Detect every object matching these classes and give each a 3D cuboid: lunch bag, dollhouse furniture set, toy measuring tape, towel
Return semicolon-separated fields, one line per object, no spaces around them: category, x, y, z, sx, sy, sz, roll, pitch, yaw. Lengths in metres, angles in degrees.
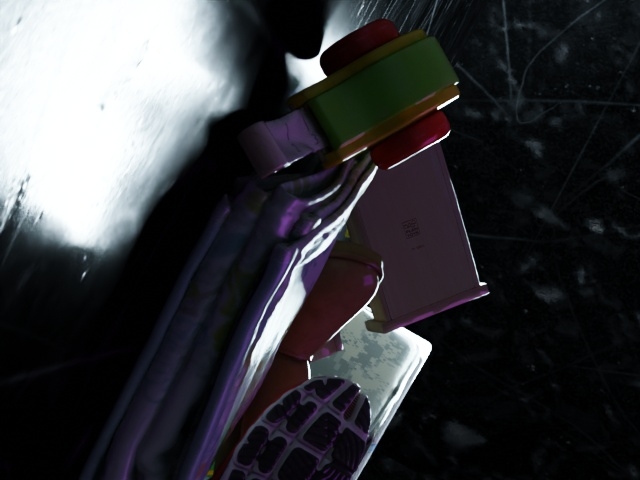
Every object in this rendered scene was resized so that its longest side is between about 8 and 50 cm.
lunch bag;-0.032;0.241;2.203;0.256;0.213;0.305;-64;175;30
dollhouse furniture set;0.000;0.000;1.891;0.286;0.198;0.303;-20;-172;-22
toy measuring tape;0.036;-0.108;1.249;0.121;0.121;0.330;-62;170;16
towel;-0.076;0.082;1.372;0.374;0.090;0.320;-62;175;20

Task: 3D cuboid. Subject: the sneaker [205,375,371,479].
sneaker;-0.070;0.224;1.452;0.279;0.107;0.118;-50;-160;-4

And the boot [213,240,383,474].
boot;-0.024;0.160;1.558;0.236;0.089;0.269;-38;-140;50

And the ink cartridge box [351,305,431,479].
ink cartridge box;-0.005;0.238;2.448;0.306;0.226;0.131;-60;175;12

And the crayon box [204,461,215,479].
crayon box;-0.139;0.346;1.587;0.083;0.203;0.323;-20;-163;26
